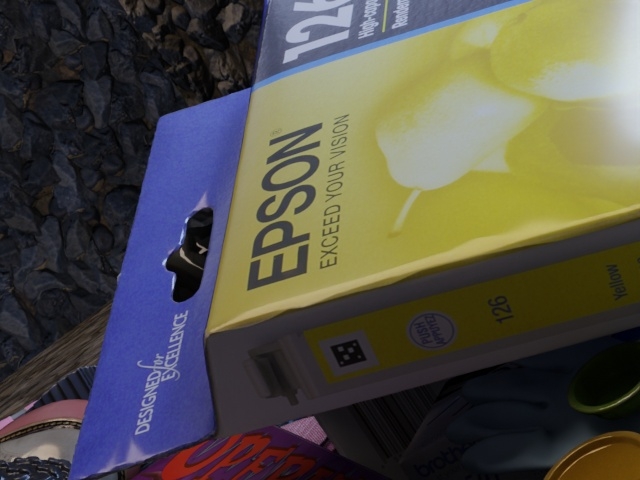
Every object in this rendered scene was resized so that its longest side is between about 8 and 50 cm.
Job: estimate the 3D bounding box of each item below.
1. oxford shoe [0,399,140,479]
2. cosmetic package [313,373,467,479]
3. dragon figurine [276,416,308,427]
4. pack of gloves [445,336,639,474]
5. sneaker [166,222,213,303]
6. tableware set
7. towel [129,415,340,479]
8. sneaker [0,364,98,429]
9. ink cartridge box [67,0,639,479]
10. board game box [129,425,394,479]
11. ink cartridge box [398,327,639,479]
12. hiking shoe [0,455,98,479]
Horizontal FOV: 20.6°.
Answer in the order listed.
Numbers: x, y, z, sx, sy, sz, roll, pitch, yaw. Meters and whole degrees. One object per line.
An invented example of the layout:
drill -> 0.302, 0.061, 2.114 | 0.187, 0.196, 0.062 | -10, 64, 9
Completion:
oxford shoe -> -0.307, 0.238, 1.410 | 0.348, 0.123, 0.130 | -32, 11, 27
cosmetic package -> 0.191, -0.026, 0.976 | 0.377, 0.097, 0.284 | -31, 4, 24
dragon figurine -> -0.024, 0.056, 1.221 | 0.085, 0.144, 0.289 | -31, 6, 28
pack of gloves -> 0.168, 0.027, 0.708 | 0.232, 0.046, 0.195 | -8, 39, 44
sneaker -> 0.000, 0.000, 0.925 | 0.227, 0.087, 0.130 | -13, 27, 52
tableware set -> 0.113, 0.081, 0.606 | 0.104, 0.024, 0.154 | -18, 30, 35
towel -> -0.145, 0.204, 1.029 | 0.329, 0.037, 0.237 | -22, 11, 33
sneaker -> -0.254, 0.206, 1.565 | 0.319, 0.112, 0.131 | -28, -9, 23
ink cartridge box -> 0.036, -0.045, 0.795 | 0.307, 0.072, 0.303 | -14, 33, 13
board game box -> -0.059, 0.169, 0.759 | 0.208, 0.056, 0.347 | -31, 12, -16
ink cartridge box -> 0.140, 0.056, 0.809 | 0.207, 0.046, 0.097 | -31, 7, 24
hiking shoe -> -0.236, 0.223, 1.281 | 0.227, 0.114, 0.086 | 1, 28, 24
